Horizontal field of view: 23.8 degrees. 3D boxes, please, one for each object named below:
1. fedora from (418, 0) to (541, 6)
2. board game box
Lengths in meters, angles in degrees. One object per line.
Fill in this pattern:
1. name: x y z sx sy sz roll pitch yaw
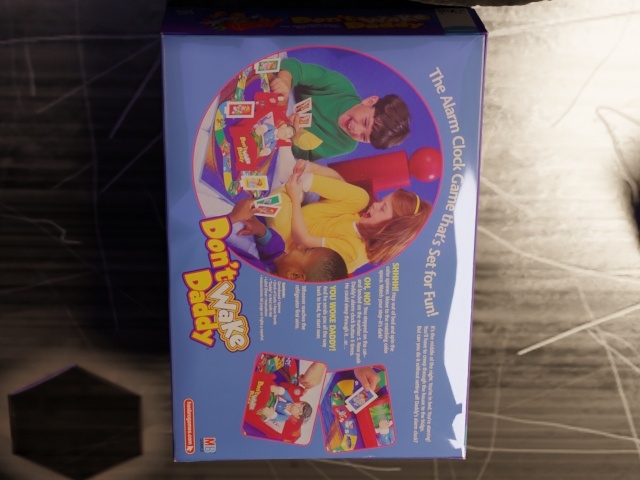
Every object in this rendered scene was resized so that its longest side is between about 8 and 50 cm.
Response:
1. fedora: 0.134 -0.257 0.962 0.334 0.334 0.152 -28 152 13
2. board game box: 0.000 0.000 1.160 0.233 0.078 0.347 0 112 -2
